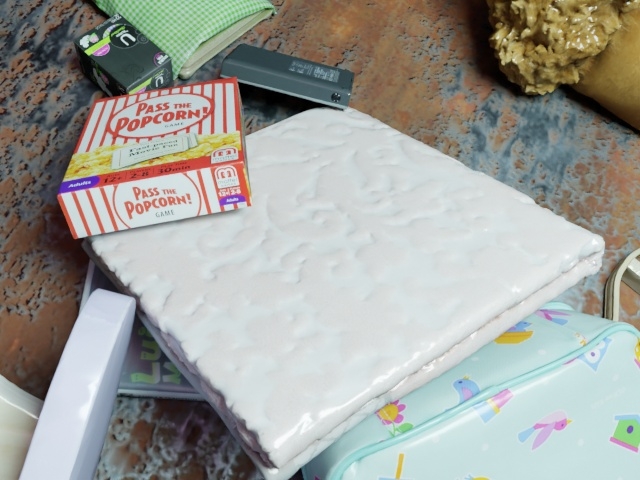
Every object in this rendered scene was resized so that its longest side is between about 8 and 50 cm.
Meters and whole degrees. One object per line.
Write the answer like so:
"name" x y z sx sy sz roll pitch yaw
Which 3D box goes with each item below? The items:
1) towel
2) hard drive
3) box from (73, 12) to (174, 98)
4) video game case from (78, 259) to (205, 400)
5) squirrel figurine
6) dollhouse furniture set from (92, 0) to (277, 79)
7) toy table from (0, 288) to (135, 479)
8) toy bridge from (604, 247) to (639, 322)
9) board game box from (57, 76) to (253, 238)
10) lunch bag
"towel" 0.000 0.000 0.543 0.316 0.054 0.331 -28 44 -25
"hard drive" -0.032 -0.179 0.702 0.135 0.022 0.094 14 27 -2
"box" -0.205 -0.185 0.689 0.083 0.052 0.062 42 66 11
"video game case" -0.130 0.051 0.608 0.173 0.022 0.191 5 65 -6
"squirrel figurine" 0.370 -0.306 0.654 0.396 0.370 0.281 1 65 -8
"dollhouse furniture set" -0.120 -0.358 0.727 0.197 0.151 0.301 40 66 10
"toy table" -0.239 0.153 0.436 0.160 0.252 0.275 15 83 -9
"toy bridge" 0.339 0.044 0.679 0.063 0.026 0.188 41 66 12
"board game box" -0.140 -0.083 0.588 0.146 0.045 0.194 -11 34 -3
"lunch bag" 0.126 0.188 0.497 0.279 0.108 0.224 -22 107 -14
